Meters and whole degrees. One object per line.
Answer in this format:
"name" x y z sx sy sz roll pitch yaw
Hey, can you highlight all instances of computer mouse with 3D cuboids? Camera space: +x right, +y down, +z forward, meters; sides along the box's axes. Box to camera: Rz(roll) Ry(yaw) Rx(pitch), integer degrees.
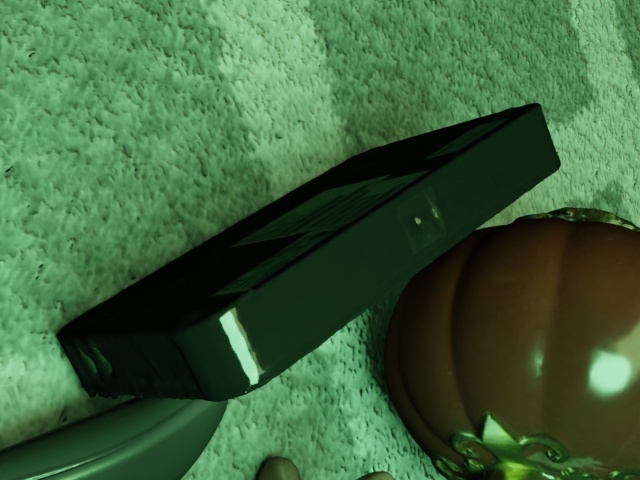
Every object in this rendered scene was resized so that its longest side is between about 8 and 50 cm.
"computer mouse" -0.153 0.157 0.555 0.232 0.120 0.057 -17 57 -41

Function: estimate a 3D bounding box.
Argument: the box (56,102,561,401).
"box" 0.000 0.000 0.635 0.350 0.211 0.058 -34 106 -38

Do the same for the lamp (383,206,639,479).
"lamp" 0.202 0.108 0.726 0.303 0.303 0.257 36 58 -30

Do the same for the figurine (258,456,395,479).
"figurine" -0.102 0.310 0.544 0.193 0.154 0.421 42 61 -32
